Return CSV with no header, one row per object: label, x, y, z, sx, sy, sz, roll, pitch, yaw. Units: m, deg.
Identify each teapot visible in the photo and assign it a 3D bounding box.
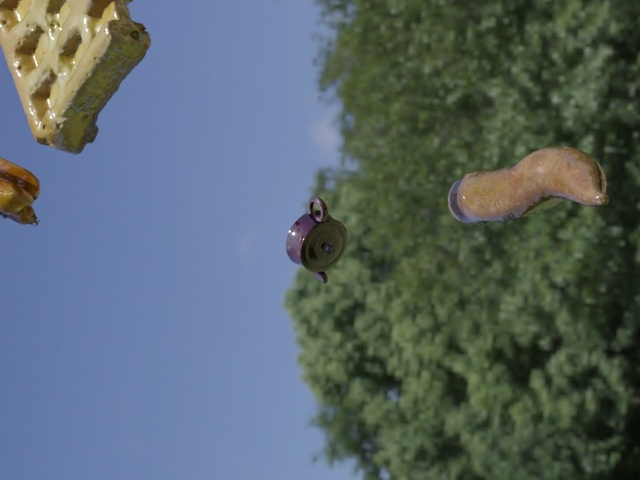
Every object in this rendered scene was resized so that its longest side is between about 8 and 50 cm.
teapot,0.000,0.000,1.514,0.068,0.045,0.100,-21,-55,-33

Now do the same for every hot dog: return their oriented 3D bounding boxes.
hot dog,-0.513,-0.094,1.980,0.109,0.269,0.072,-46,-21,-59

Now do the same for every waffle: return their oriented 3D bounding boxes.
waffle,-0.359,-0.326,1.888,0.077,0.304,0.348,-11,-110,-38

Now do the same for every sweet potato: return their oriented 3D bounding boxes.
sweet potato,0.200,-0.053,1.324,0.059,0.067,0.281,63,156,-5
